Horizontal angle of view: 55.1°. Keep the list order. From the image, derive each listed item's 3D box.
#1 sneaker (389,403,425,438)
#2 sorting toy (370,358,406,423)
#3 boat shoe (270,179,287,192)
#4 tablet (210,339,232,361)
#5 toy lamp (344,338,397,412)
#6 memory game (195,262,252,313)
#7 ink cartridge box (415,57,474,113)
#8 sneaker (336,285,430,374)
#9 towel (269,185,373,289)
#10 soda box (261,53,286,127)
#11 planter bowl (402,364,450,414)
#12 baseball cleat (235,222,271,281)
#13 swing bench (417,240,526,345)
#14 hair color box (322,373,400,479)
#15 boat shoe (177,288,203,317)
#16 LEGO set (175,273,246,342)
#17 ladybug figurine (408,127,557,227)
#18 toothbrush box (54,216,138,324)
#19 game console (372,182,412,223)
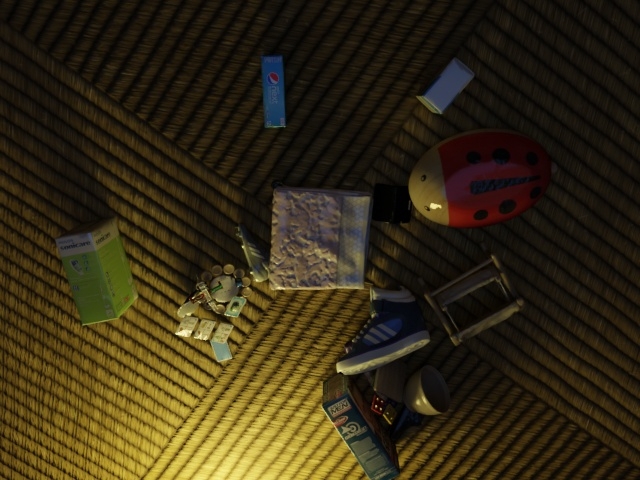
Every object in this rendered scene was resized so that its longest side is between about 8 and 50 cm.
[{"bbox_3d":[0.312,0.627,2.125,0.089,0.051,0.170,26,97,-3],"label":"sneaker"},{"bbox_3d":[0.219,0.462,2.033,0.132,0.275,0.046,33,147,-34],"label":"sorting toy"},{"bbox_3d":[-0.104,-0.138,1.941,0.133,0.042,0.049,43,99,-11],"label":"boat shoe"},{"bbox_3d":[-0.339,0.371,2.095,0.054,0.006,0.083,-15,105,5],"label":"tablet"},{"bbox_3d":[0.167,0.454,2.073,0.080,0.080,0.275,-28,105,8],"label":"toy lamp"},{"bbox_3d":[-0.318,0.158,2.013,0.186,0.012,0.186,-5,114,-11],"label":"memory game"},{"bbox_3d":[0.356,-0.445,1.774,0.082,0.191,0.140,39,102,-7],"label":"ink cartridge box"},{"bbox_3d":[0.173,0.274,1.981,0.322,0.130,0.236,-23,64,4],"label":"sneaker"},{"bbox_3d":[0.000,0.000,1.945,0.316,0.053,0.332,2,104,-9],"label":"towel"},{"bbox_3d":[-0.138,-0.449,1.843,0.067,0.071,0.210,-1,105,1],"label":"soda box"},{"bbox_3d":[0.342,0.513,2.053,0.109,0.162,0.162,-31,103,33],"label":"planter bowl"},{"bbox_3d":[-0.201,0.029,1.981,0.109,0.072,0.206,-18,109,-8],"label":"baseball cleat"},{"bbox_3d":[0.486,0.184,1.950,0.253,0.165,0.255,-32,102,8],"label":"swing bench"},{"bbox_3d":[0.136,0.629,2.067,0.105,0.174,0.347,-30,102,8],"label":"hair color box"},{"bbox_3d":[-0.428,0.203,2.037,0.046,0.038,0.125,36,103,-24],"label":"boat shoe"},{"bbox_3d":[-0.351,0.213,2.010,0.182,0.060,0.244,17,110,-32],"label":"LEGO set"},{"bbox_3d":[0.495,-0.182,1.855,0.449,0.162,0.305,-13,104,4],"label":"ladybug figurine"},{"bbox_3d":[-0.695,0.091,1.927,0.122,0.206,0.283,-10,105,4],"label":"toothbrush box"},{"bbox_3d":[0.231,-0.119,1.954,0.107,0.071,0.122,-4,107,-29],"label":"game console"}]
